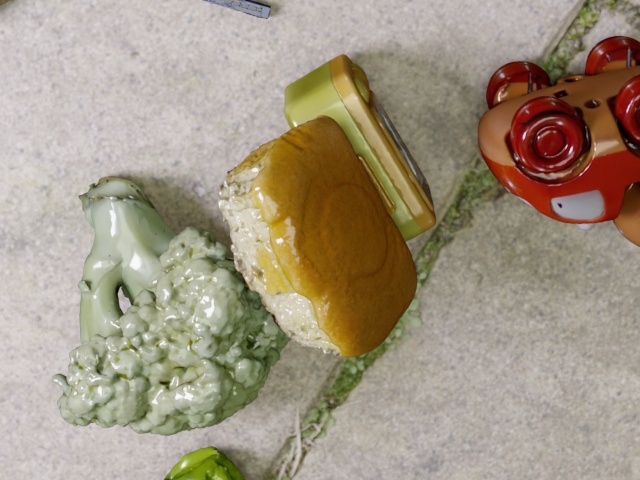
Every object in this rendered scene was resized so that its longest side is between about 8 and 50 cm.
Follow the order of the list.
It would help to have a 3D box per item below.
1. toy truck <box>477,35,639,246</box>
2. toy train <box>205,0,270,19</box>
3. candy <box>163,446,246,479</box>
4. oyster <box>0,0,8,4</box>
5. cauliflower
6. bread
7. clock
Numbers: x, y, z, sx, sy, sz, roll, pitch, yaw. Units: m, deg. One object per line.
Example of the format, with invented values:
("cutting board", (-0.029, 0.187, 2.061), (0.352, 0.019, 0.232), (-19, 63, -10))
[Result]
("toy truck", (0.315, -0.084, 1.971), (0.265, 0.189, 0.239), (-13, 115, -1))
("toy train", (-0.097, -0.265, 1.965), (0.083, 0.017, 0.017), (15, 102, -9))
("candy", (-0.106, 0.342, 2.102), (0.097, 0.097, 0.209), (-31, 112, 4))
("oyster", (-0.440, -0.277, 1.883), (0.341, 0.110, 0.166), (-12, 113, -15))
("cauliflower", (-0.162, 0.077, 1.933), (0.327, 0.260, 0.281), (-39, 111, -18))
("bread", (0.000, 0.000, 1.842), (0.174, 0.121, 0.245), (-42, 110, -37))
("clock", (0.045, -0.095, 1.961), (0.096, 0.143, 0.202), (-29, 107, 6))
